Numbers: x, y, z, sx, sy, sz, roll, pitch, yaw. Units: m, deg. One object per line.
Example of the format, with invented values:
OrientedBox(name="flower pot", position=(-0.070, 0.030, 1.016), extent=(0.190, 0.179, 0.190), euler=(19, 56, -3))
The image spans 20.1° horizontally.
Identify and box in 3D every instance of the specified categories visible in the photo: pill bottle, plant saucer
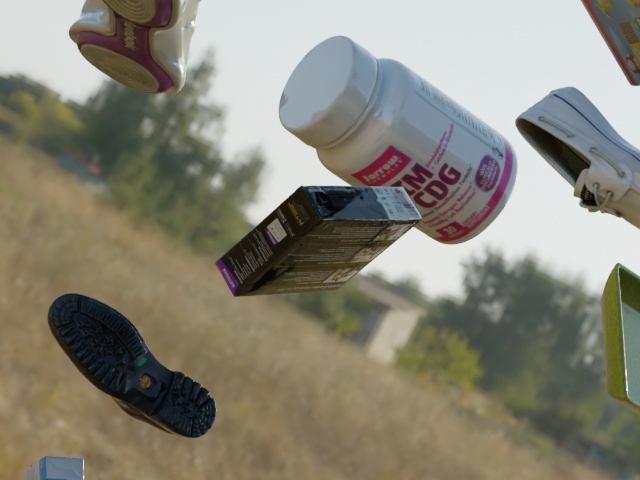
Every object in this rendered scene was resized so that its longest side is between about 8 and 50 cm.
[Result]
OrientedBox(name="pill bottle", position=(0.095, -0.124, 2.224), extent=(0.283, 0.160, 0.160), euler=(32, -4, -31))
OrientedBox(name="plant saucer", position=(0.411, 0.147, 2.273), extent=(0.045, 0.188, 0.188), euler=(-21, -35, 36))

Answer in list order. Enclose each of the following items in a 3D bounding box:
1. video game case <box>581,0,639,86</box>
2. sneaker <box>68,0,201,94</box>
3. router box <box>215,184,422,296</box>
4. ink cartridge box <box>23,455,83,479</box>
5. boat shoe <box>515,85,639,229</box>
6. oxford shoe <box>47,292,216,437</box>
OrientedBox(name="video game case", position=(0.297, -0.233, 1.577), extent=(0.204, 0.025, 0.285), euler=(57, -14, -11))
OrientedBox(name="sneaker", position=(-0.134, -0.224, 1.556), extent=(0.114, 0.152, 0.305), euler=(30, -20, -4))
OrientedBox(name="router box", position=(0.000, 0.000, 1.799), extent=(0.179, 0.133, 0.046), euler=(-1, 56, -54))
OrientedBox(name="ink cartridge box", position=(-0.310, 0.271, 2.070), extent=(0.048, 0.028, 0.083), euler=(8, -24, -31))
OrientedBox(name="boat shoe", position=(0.278, -0.057, 1.764), extent=(0.226, 0.076, 0.083), euler=(46, -28, 32))
OrientedBox(name="oxford shoe", position=(-0.228, 0.146, 2.026), extent=(0.227, 0.083, 0.096), euler=(46, -26, -20))
